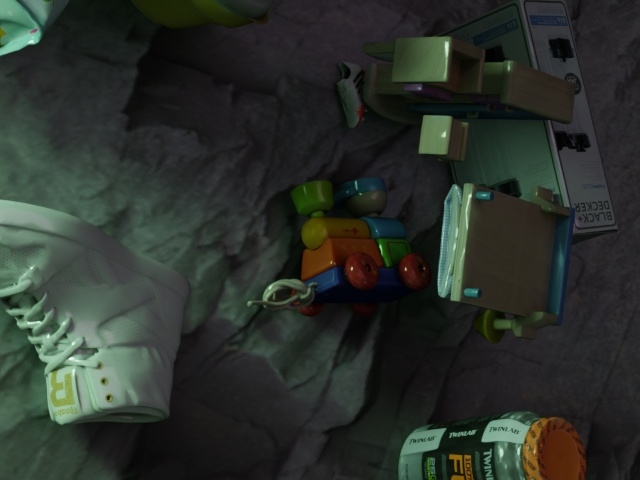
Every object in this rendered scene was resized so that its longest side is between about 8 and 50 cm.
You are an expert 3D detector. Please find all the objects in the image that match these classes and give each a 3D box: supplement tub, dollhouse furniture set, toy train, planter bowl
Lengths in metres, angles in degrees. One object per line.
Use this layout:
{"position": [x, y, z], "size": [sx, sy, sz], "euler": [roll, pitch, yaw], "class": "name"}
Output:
{"position": [0.190, 0.251, 1.894], "size": [0.117, 0.190, 0.117], "euler": [16, 67, -43], "class": "supplement tub"}
{"position": [0.125, -0.047, 1.900], "size": [0.286, 0.198, 0.303], "euler": [11, 83, -51], "class": "dollhouse furniture set"}
{"position": [0.000, 0.000, 1.838], "size": [0.248, 0.105, 0.143], "euler": [2, 67, -46], "class": "toy train"}
{"position": [-0.153, -0.280, 1.726], "size": [0.217, 0.090, 0.217], "euler": [50, 15, -18], "class": "planter bowl"}

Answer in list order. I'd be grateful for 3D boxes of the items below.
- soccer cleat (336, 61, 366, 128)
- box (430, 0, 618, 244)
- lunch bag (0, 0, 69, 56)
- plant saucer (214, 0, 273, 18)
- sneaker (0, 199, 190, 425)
{"position": [0.033, -0.167, 1.967], "size": [0.036, 0.029, 0.083], "euler": [20, 61, -32], "class": "soccer cleat"}
{"position": [0.238, -0.128, 2.058], "size": [0.087, 0.169, 0.289], "euler": [-5, 82, -44], "class": "box"}
{"position": [-0.324, -0.315, 1.531], "size": [0.262, 0.160, 0.223], "euler": [47, 46, -22], "class": "lunch bag"}
{"position": [-0.144, -0.401, 1.647], "size": [0.400, 0.100, 0.400], "euler": [50, 15, -18], "class": "plant saucer"}
{"position": [-0.235, 0.078, 1.554], "size": [0.292, 0.108, 0.169], "euler": [25, 58, -42], "class": "sneaker"}
